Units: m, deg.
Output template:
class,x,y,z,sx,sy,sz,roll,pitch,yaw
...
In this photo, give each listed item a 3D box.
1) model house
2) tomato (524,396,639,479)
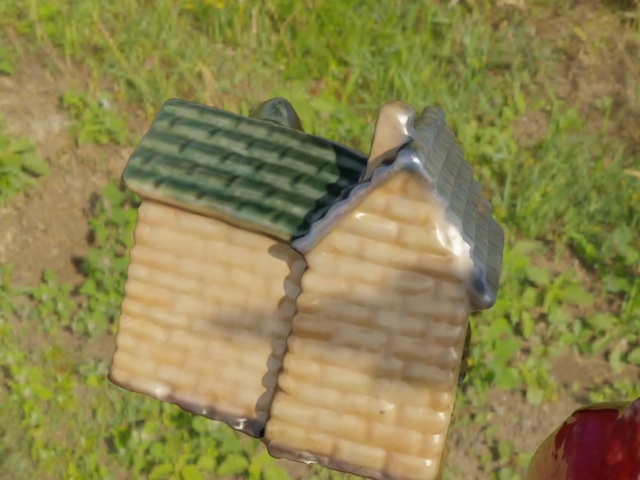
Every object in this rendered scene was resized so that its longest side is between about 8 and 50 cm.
class,x,y,z,sx,sy,sz,roll,pitch,yaw
model house,0.000,0.000,0.586,0.183,0.172,0.166,13,20,7
tomato,0.196,0.203,0.512,0.309,0.309,0.170,20,55,20
